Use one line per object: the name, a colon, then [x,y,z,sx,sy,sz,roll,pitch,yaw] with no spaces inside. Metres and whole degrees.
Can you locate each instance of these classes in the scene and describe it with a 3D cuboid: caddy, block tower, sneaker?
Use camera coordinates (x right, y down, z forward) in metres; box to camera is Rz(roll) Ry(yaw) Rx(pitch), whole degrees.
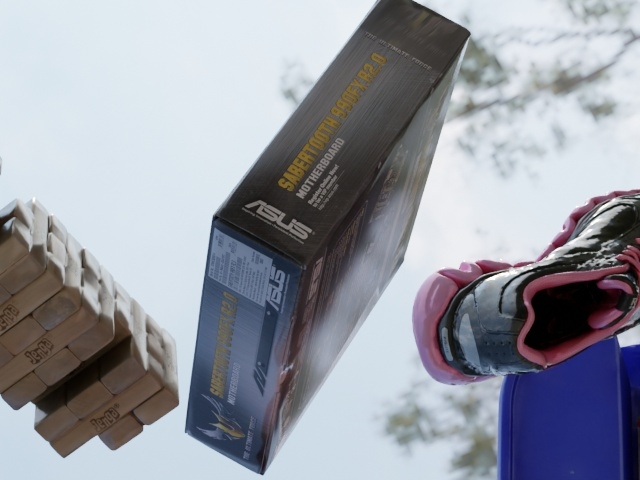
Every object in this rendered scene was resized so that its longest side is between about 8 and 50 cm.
caddy: [0.249,0.206,1.427,0.179,0.241,0.341,71,-160,-53]
block tower: [-0.231,0.002,1.255,0.335,0.091,0.097,49,-168,-24]
sneaker: [0.088,0.015,0.610,0.119,0.057,0.047,-25,-79,-32]

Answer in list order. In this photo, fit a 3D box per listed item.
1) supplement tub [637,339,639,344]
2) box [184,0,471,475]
supplement tub: [0.361,0.128,1.843,0.107,0.071,0.071,43,-140,-27]
box: [0.000,0.000,1.060,0.056,0.231,0.183,28,-122,10]
